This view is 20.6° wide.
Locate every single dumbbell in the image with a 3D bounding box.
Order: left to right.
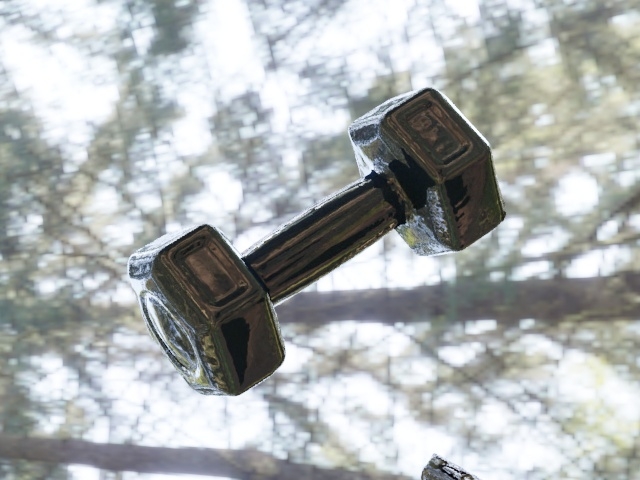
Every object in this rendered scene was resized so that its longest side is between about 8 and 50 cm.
[{"bbox_3d":[0.000,0.000,1.505,0.325,0.144,0.160,-33,-53,-22],"label":"dumbbell"}]

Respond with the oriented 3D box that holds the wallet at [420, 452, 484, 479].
[{"bbox_3d":[0.146,0.247,1.307,0.031,0.232,0.122,-14,-72,-27],"label":"wallet"}]
